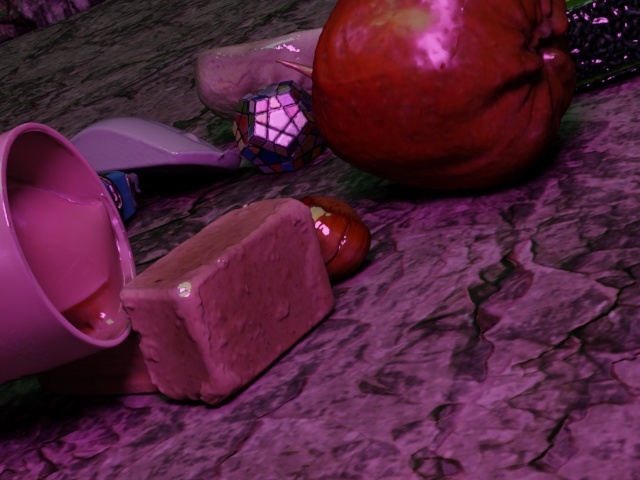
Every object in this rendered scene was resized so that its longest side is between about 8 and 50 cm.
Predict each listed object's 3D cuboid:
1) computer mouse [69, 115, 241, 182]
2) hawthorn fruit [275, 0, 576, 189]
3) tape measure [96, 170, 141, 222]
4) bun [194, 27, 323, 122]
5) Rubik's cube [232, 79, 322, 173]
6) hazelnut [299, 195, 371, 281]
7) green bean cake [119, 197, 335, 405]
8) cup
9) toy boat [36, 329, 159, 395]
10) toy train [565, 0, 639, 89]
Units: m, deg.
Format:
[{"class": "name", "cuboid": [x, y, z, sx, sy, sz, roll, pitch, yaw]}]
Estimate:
[{"class": "computer mouse", "cuboid": [-0.205, -0.110, 1.722, 0.230, 0.079, 0.128, 0, 0, 33]}, {"class": "hawthorn fruit", "cuboid": [0.121, -0.166, 1.407, 0.262, 0.258, 0.258, -39, 2, 44]}, {"class": "tape measure", "cuboid": [-0.289, -0.033, 1.640, 0.146, 0.081, 0.125, -11, 14, 22]}, {"class": "bun", "cuboid": [-0.048, -0.196, 1.781, 0.221, 0.108, 0.221, -8, 3, 0]}, {"class": "Rubik's cube", "cuboid": [-0.047, -0.131, 1.663, 0.111, 0.111, 0.093, -20, -8, -2]}, {"class": "hazelnut", "cuboid": [0.000, 0.000, 1.318, 0.086, 0.086, 0.086, -17, 20, 6]}, {"class": "green bean cake", "cuboid": [-0.073, 0.048, 1.203, 0.085, 0.109, 0.179, -3, 26, 39]}, {"class": "cup", "cuboid": [-0.276, 0.023, 1.208, 0.200, 0.192, 0.253, -21, 4, 18]}, {"class": "toy boat", "cuboid": [-0.191, 0.084, 1.285, 0.188, 0.061, 0.116, -5, 26, 34]}, {"class": "toy train", "cuboid": [0.308, -0.258, 1.604, 0.243, 0.132, 0.188, -20, 23, 23]}]
